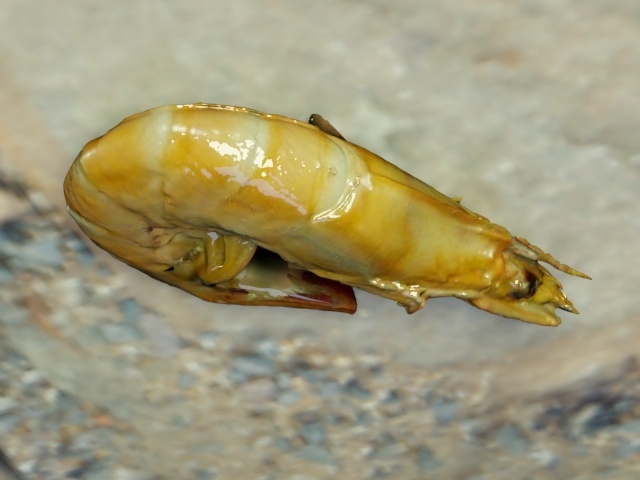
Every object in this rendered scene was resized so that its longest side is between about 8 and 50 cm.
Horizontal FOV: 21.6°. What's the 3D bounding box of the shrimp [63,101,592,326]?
[{"bbox_3d":[0.000,0.007,0.498,0.162,0.045,0.095,20,134,-25],"label":"shrimp"}]
